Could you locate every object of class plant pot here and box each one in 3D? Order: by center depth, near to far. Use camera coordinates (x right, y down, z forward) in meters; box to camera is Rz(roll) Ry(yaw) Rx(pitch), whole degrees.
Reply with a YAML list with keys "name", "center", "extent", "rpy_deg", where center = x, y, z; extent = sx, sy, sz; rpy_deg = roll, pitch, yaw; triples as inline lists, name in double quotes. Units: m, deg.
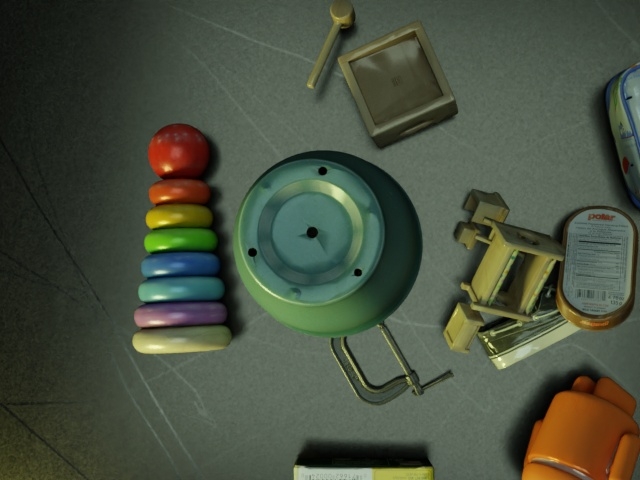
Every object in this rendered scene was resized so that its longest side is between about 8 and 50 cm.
- name: "plant pot"
  center: [0.000, 0.000, 1.215]
  extent: [0.272, 0.255, 0.271]
  rpy_deg: [0, 87, 7]

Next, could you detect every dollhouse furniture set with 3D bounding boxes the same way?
- name: "dollhouse furniture set"
  center: [0.246, 0.047, 1.294]
  extent: [0.101, 0.161, 0.182]
  rpy_deg: [13, 118, -17]

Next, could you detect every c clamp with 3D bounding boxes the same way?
- name: "c clamp"
  center: [0.095, 0.171, 1.341]
  extent: [0.137, 0.022, 0.160]
  rpy_deg: [-35, 90, 9]

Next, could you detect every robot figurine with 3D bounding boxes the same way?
- name: "robot figurine"
  center: [0.357, 0.296, 1.251]
  extent: [0.158, 0.128, 0.219]
  rpy_deg: [19, 66, 28]

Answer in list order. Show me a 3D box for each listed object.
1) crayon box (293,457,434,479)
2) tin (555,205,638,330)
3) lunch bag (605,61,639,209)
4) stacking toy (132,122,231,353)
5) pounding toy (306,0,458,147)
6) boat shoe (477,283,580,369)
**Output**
- name: "crayon box"
  center: [0.061, 0.476, 1.297]
  extent: [0.202, 0.081, 0.318]
  rpy_deg: [1, 85, 0]
- name: "tin"
  center: [0.387, 0.035, 1.262]
  extent: [0.106, 0.040, 0.189]
  rpy_deg: [6, 60, 14]
- name: "lunch bag"
  center: [0.565, -0.174, 1.256]
  extent: [0.303, 0.115, 0.243]
  rpy_deg: [-15, 87, 5]
- name: "stacking toy"
  center: [-0.206, -0.006, 1.309]
  extent: [0.141, 0.141, 0.330]
  rpy_deg: [-3, 86, 4]
- name: "pounding toy"
  center: [0.074, -0.245, 1.305]
  extent: [0.181, 0.094, 0.206]
  rpy_deg: [-24, 80, 9]
- name: "boat shoe"
  center: [0.330, 0.102, 1.292]
  extent: [0.219, 0.078, 0.070]
  rpy_deg: [-31, 89, 6]
